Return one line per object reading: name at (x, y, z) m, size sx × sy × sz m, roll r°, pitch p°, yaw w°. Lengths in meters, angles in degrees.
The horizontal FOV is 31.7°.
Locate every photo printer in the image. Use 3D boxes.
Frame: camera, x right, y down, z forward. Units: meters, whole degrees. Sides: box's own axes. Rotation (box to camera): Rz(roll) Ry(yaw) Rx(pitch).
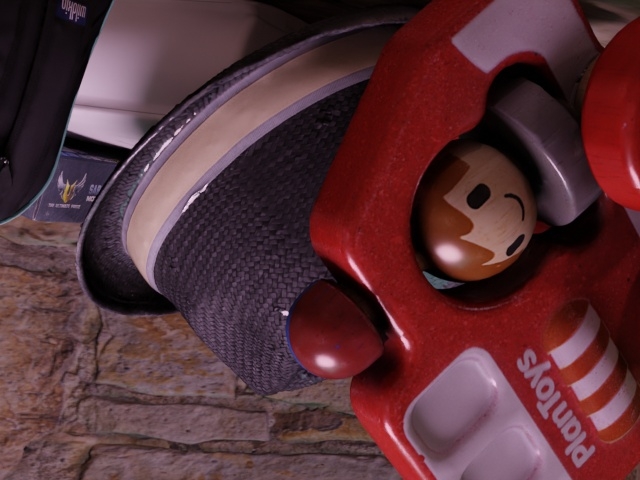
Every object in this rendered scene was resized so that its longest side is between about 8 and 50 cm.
photo printer at (-0.131, -0.127, 0.909) m, size 0.308 × 0.107 × 0.256 m, roll 10°, pitch 179°, yaw 27°

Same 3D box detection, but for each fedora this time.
fedora at (0.000, 0.000, 0.769) m, size 0.334 × 0.152 × 0.334 m, roll -27°, pitch 158°, yaw -12°

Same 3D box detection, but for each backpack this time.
backpack at (-0.209, -0.104, 0.613) m, size 0.144 × 0.188 × 0.166 m, roll 10°, pitch 180°, yaw 21°

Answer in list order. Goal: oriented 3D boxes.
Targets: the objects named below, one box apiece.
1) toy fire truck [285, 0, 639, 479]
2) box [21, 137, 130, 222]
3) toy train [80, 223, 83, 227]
toy fire truck at (0.114, 0.019, 0.601) m, size 0.302 × 0.254 × 0.169 m, roll 54°, pitch 163°, yaw -29°
box at (-0.249, -0.070, 1.006) m, size 0.183 × 0.059 × 0.233 m, roll 21°, pitch -173°, yaw 22°
toy train at (-0.394, -0.124, 1.461) m, size 0.334 × 0.190 × 0.142 m, roll 10°, pitch 180°, yaw 2°
